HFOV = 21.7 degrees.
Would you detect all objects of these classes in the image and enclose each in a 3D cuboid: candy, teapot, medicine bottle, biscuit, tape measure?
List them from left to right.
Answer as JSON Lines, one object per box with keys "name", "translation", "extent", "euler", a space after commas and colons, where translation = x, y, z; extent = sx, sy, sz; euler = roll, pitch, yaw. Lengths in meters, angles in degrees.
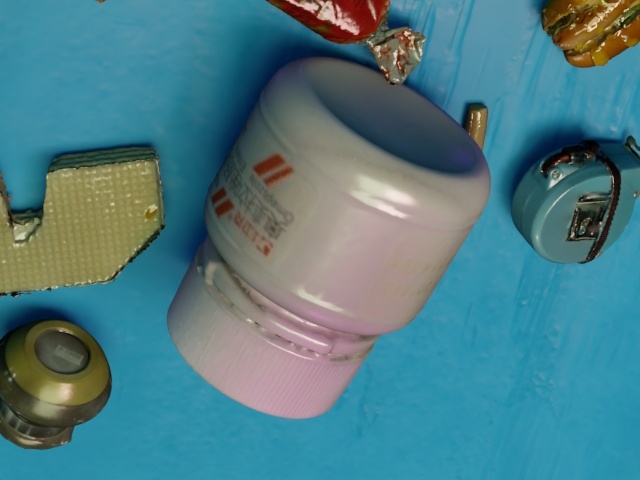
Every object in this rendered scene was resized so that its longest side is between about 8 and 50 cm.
{"name": "teapot", "translation": [-0.302, 0.141, 1.757], "extent": [0.166, 0.130, 0.119], "euler": [37, 131, 7]}
{"name": "biscuit", "translation": [-0.281, -0.018, 1.692], "extent": [0.250, 0.046, 0.147], "euler": [-7, 122, -4]}
{"name": "candy", "translation": [-0.011, -0.247, 1.580], "extent": [0.292, 0.059, 0.086], "euler": [31, 95, -26]}
{"name": "medicine bottle", "translation": [0.000, 0.000, 1.636], "extent": [0.241, 0.241, 0.302], "euler": [20, 116, -21]}
{"name": "tape measure", "translation": [0.265, -0.041, 1.748], "extent": [0.125, 0.081, 0.146], "euler": [-6, 128, -26]}

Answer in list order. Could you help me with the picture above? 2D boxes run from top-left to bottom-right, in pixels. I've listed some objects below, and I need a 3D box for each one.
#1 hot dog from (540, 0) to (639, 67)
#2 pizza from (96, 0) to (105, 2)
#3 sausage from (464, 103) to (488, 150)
{"name": "hot dog", "translation": [0.327, -0.275, 1.622], "extent": [0.115, 0.072, 0.269], "euler": [40, 109, -20]}
{"name": "pizza", "translation": [-0.227, -0.282, 1.528], "extent": [0.246, 0.058, 0.127], "euler": [-5, 122, -8]}
{"name": "sausage", "translation": [0.155, -0.080, 1.740], "extent": [0.024, 0.024, 0.132], "euler": [1, 121, -10]}
